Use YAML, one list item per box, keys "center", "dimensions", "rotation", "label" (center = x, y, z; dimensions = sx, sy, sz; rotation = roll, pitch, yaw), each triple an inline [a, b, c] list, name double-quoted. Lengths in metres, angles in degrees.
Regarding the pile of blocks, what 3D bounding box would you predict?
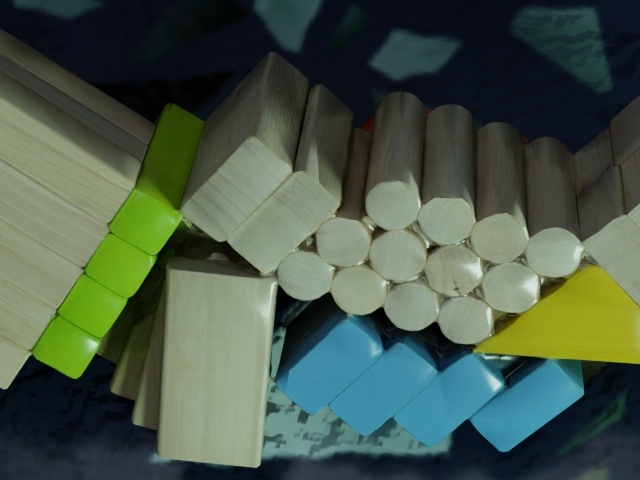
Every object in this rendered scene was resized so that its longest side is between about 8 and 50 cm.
- center: [0.000, 0.000, 0.770]
  dimensions: [0.362, 0.149, 0.113]
  rotation: [9, 27, 0]
  label: "pile of blocks"
